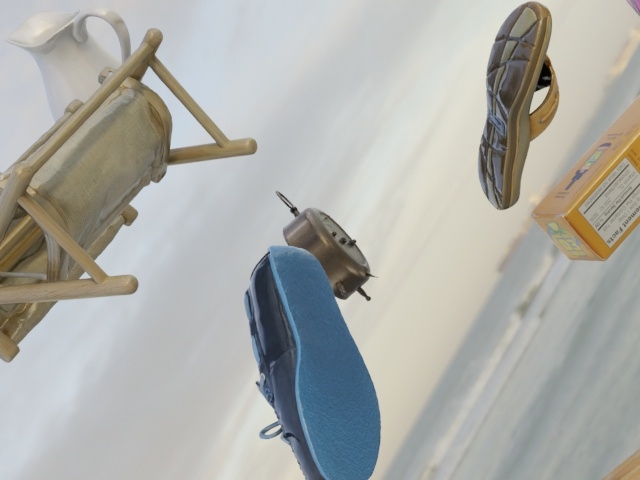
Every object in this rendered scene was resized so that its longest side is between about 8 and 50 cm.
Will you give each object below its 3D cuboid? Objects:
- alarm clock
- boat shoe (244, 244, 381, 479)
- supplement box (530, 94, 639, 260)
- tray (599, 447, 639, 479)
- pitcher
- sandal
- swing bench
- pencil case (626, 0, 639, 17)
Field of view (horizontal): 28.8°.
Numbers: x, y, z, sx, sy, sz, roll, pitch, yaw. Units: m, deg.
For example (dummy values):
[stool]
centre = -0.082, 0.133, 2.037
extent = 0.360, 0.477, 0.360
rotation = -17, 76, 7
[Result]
[alarm clock]
centre = 0.000, 0.000, 1.687
extent = 0.064, 0.192, 0.129
rotation = -45, -18, 10
[boat shoe]
centre = -0.010, 0.128, 1.159
extent = 0.089, 0.109, 0.258
rotation = -48, 39, 38
[supplement box]
centre = 0.339, -0.082, 1.356
extent = 0.233, 0.080, 0.078
rotation = -44, 14, -12
[tray]
centre = 0.361, 0.419, 1.538
extent = 0.411, 0.203, 0.076
rotation = -40, 20, 3
[pitcher]
centre = -0.275, -0.197, 1.566
extent = 0.177, 0.207, 0.125
rotation = -5, 36, 41
[sandal]
centre = 0.163, -0.106, 0.987
extent = 0.072, 0.049, 0.180
rotation = -114, 23, -54
[swing bench]
centre = -0.245, -0.042, 1.266
extent = 0.254, 0.165, 0.253
rotation = -26, 22, 43
[pencil case]
centre = 0.249, -0.247, 0.957
extent = 0.095, 0.209, 0.098
rotation = -42, 12, -23
